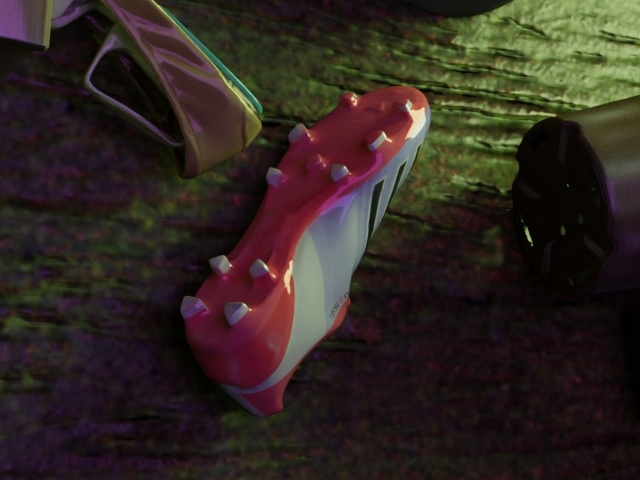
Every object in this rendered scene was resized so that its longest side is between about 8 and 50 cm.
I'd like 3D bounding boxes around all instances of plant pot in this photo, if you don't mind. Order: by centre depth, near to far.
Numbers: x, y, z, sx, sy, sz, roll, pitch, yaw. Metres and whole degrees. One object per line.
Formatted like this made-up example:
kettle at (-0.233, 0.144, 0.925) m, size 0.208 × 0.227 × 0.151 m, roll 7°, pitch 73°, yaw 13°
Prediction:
plant pot at (0.234, -0.036, 1.111) m, size 0.165 × 0.167 × 0.167 m, roll -9°, pitch 84°, yaw -23°

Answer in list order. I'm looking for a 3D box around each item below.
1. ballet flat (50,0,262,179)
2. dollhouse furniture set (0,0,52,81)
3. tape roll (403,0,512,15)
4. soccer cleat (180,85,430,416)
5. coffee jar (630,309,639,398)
ballet flat at (-0.130, -0.134, 0.973) m, size 0.073 × 0.080 × 0.232 m, roll -44°, pitch 101°, yaw -13°
dollhouse furniture set at (-0.328, -0.179, 0.814) m, size 0.355 × 0.174 × 0.303 m, roll 10°, pitch 75°, yaw -27°
tape roll at (0.101, -0.275, 1.130) m, size 0.219 × 0.072 × 0.219 m, roll 7°, pitch 76°, yaw -27°
soccer cleat at (0.000, 0.000, 1.024) m, size 0.248 × 0.083 × 0.095 m, roll -54°, pitch 136°, yaw -31°
coffee jar at (0.315, 0.084, 1.169) m, size 0.184 × 0.079 × 0.096 m, roll -4°, pitch 82°, yaw -29°
